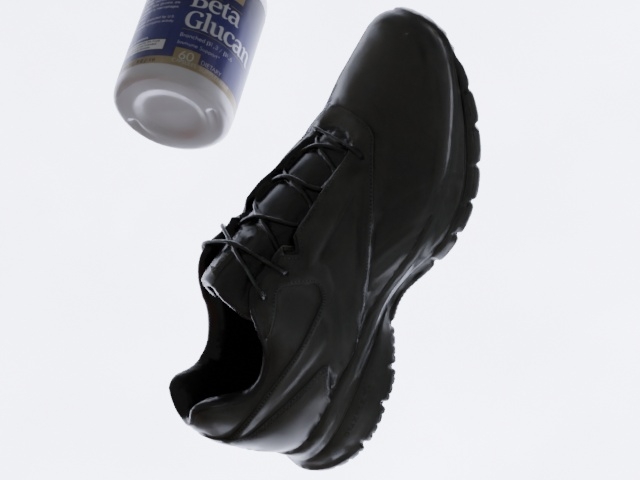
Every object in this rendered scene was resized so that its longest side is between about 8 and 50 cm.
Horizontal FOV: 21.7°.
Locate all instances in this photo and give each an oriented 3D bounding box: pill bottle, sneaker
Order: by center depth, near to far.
[{"bbox_3d":[0.000,0.000,0.974,0.130,0.109,0.286,11,-80,-37],"label":"sneaker"},{"bbox_3d":[-0.094,-0.163,1.303,0.094,0.094,0.169,12,-122,5],"label":"pill bottle"}]
